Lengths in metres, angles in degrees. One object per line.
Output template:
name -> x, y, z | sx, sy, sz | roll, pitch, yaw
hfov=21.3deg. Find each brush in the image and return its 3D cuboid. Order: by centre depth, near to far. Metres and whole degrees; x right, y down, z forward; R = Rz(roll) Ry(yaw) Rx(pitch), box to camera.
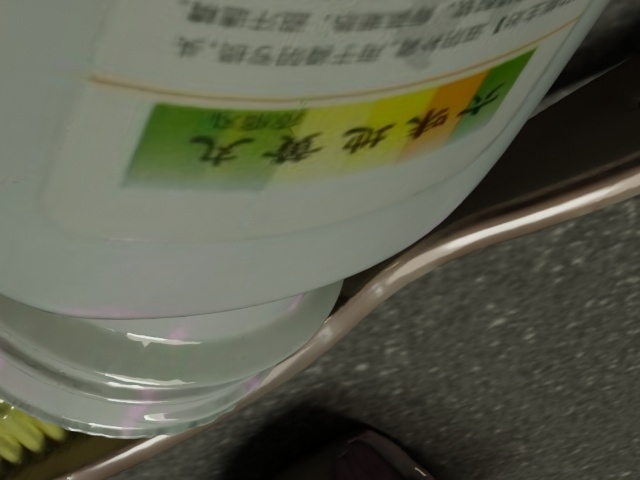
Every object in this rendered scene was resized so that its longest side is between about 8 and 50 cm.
brush -> 0.000, 0.000, 0.564 | 0.312, 0.072, 0.067 | -26, 136, 7

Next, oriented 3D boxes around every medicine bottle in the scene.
medicine bottle -> -0.004, -0.083, 0.360 | 0.179, 0.124, 0.324 | -14, 150, -33

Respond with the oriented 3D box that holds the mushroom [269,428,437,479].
mushroom -> 0.023, 0.171, 0.779 | 0.117, 0.141, 0.188 | -25, 136, 28
